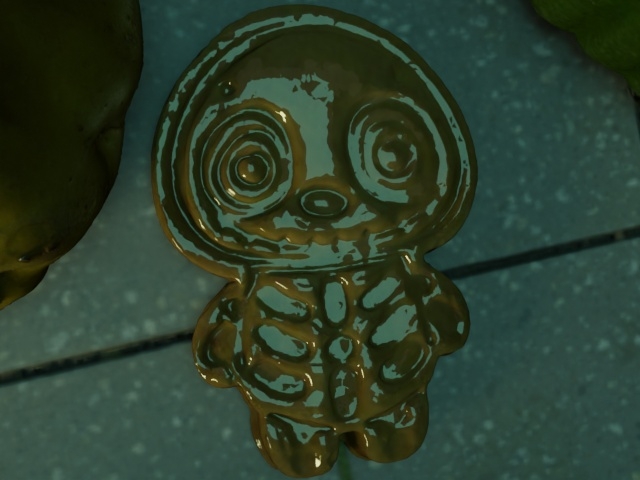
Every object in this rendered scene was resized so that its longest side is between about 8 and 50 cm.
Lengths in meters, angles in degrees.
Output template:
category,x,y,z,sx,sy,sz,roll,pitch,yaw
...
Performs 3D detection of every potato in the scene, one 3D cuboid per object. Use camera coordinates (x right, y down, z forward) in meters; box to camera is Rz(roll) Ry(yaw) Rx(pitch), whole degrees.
category,x,y,z,sx,sy,sz,roll,pitch,yaw
potato,-0.197,-0.136,0.497,0.195,0.176,0.369,0,89,11

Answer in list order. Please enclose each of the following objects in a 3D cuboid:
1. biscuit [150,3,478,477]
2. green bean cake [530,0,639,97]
category,x,y,z,sx,sy,sz,roll,pitch,yaw
biscuit,0.000,0.000,0.595,0.202,0.044,0.288,-2,87,-11
green bean cake,0.261,-0.213,0.588,0.247,0.156,0.250,36,83,-7
